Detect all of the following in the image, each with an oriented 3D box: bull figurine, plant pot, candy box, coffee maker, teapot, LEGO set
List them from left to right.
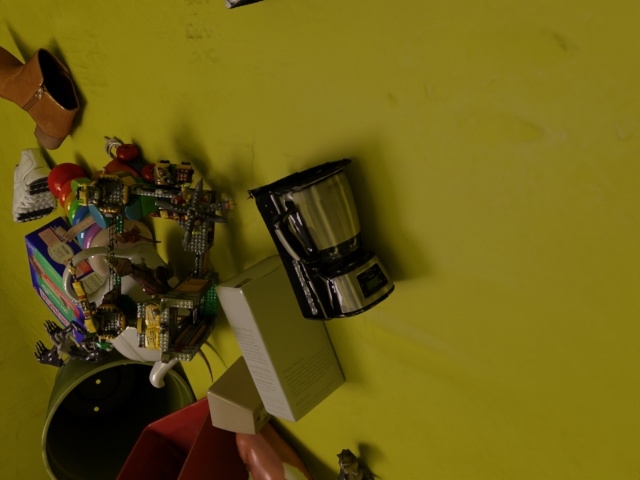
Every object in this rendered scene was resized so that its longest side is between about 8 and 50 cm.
[{"bbox_3d":[-0.702,0.132,1.678,0.268,0.122,0.317,45,145,11],"label":"candy box"},{"bbox_3d":[-0.566,0.435,1.586,0.353,0.366,0.367,19,130,57],"label":"plant pot"},{"bbox_3d":[-0.346,0.140,1.143,0.256,0.187,0.252,52,166,9],"label":"teapot"},{"bbox_3d":[-0.275,0.043,0.919,0.254,0.192,0.332,13,102,1],"label":"LEGO set"},{"bbox_3d":[-0.288,0.556,1.335,0.267,0.267,0.236,-30,112,29],"label":"plant pot"},{"bbox_3d":[-0.145,0.313,1.158,0.096,0.109,0.109,19,130,25],"label":"plant pot"},{"bbox_3d":[-0.073,0.484,1.171,0.310,0.101,0.189,48,147,39],"label":"bull figurine"},{"bbox_3d":[0.000,0.000,0.754,0.178,0.120,0.171,69,167,-12],"label":"coffee maker"}]

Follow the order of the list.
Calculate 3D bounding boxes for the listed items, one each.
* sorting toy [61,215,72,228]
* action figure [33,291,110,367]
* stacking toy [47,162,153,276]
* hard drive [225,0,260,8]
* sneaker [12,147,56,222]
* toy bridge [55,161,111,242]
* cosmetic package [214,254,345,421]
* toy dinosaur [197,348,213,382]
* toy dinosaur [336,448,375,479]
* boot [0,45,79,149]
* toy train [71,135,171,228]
[{"bbox_3d":[-0.705,-0.025,1.669,0.083,0.012,0.062,54,147,7],"label":"sorting toy"},{"bbox_3d":[-0.582,0.225,1.444,0.275,0.164,0.141,-17,126,24],"label":"action figure"},{"bbox_3d":[-0.510,-0.063,1.310,0.330,0.141,0.141,40,141,32],"label":"stacking toy"},{"bbox_3d":[-0.069,-0.423,0.556,0.236,0.064,0.339,3,116,50],"label":"hard drive"},{"bbox_3d":[-0.789,-0.144,1.619,0.292,0.110,0.118,-40,75,46],"label":"sneaker"},{"bbox_3d":[-0.461,-0.071,1.200,0.063,0.188,0.026,28,168,34],"label":"toy bridge"},{"bbox_3d":[-0.059,0.148,0.914,0.085,0.117,0.231,-3,111,50],"label":"cosmetic package"},{"bbox_3d":[-0.296,0.218,1.320,0.211,0.064,0.112,25,153,49],"label":"toy dinosaur"},{"bbox_3d":[0.064,0.455,1.041,0.118,0.064,0.268,46,147,30],"label":"toy dinosaur"},{"bbox_3d":[-0.619,-0.354,1.262,0.295,0.104,0.211,54,140,-2],"label":"boot"},{"bbox_3d":[-0.408,-0.117,1.122,0.248,0.143,0.105,35,138,30],"label":"toy train"}]
